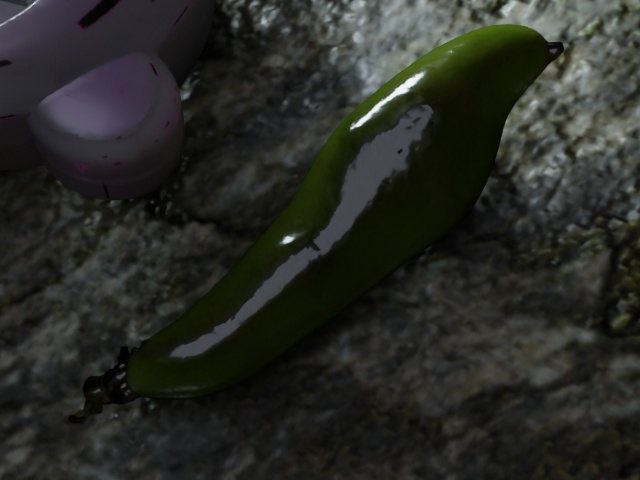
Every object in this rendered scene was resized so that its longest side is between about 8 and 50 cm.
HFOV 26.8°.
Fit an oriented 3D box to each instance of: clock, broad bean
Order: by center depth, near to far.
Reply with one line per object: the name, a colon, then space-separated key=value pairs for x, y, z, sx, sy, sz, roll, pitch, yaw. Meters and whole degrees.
broad bean: x=0.000 y=-0.001 z=0.690 sx=0.325 sy=0.067 sz=0.075 roll=-40 pitch=56 yaw=-5
clock: x=-0.210 y=-0.170 z=0.749 sx=0.322 sy=0.113 sz=0.295 roll=14 pitch=70 yaw=1
